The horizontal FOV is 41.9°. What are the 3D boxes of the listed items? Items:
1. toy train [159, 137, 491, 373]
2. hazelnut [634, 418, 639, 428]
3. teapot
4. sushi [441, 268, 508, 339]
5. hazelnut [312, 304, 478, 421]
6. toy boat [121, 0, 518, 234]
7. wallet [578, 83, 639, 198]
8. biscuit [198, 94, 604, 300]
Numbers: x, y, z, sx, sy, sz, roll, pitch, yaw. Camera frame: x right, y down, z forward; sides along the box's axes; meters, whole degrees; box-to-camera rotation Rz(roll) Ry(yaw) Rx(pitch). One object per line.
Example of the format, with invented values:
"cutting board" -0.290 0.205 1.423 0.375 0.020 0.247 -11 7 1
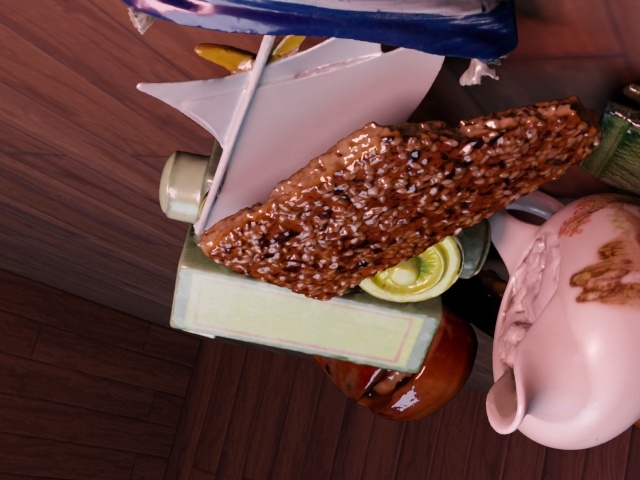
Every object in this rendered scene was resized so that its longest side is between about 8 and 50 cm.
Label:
"toy train" 0.000 0.000 0.698 0.272 0.159 0.188 12 129 -6
"hazelnut" 0.428 0.127 0.936 0.210 0.210 0.186 4 -173 38
"teapot" 0.197 0.053 0.668 0.140 0.204 0.298 17 -149 -2
"sushi" 0.163 0.050 0.935 0.292 0.059 0.294 30 -175 -46
"hazelnut" 0.092 0.133 1.180 0.252 0.217 0.217 36 168 4
"toy boat" -0.014 -0.069 0.483 0.221 0.067 0.291 -1 143 -21
"wallet" 0.298 -0.030 0.571 0.236 0.055 0.160 28 173 13
"biscuit" 0.049 -0.028 0.518 0.237 0.026 0.131 -30 147 29
